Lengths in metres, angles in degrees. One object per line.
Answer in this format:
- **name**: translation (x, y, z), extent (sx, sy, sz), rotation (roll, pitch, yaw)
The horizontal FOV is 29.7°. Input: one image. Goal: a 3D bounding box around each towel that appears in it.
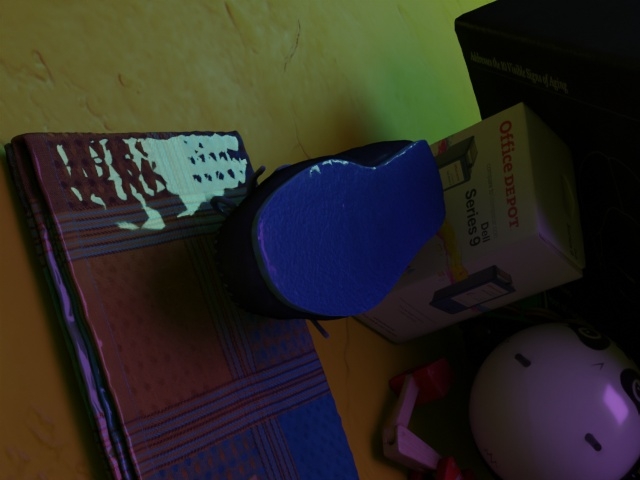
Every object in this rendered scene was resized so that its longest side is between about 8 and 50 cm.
- **towel**: translation (-0.085, 0.093, 0.909), extent (0.271, 0.040, 0.370), rotation (-8, 77, -59)

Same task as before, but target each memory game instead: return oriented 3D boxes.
- **memory game**: translation (0.208, 0.088, 1.244), extent (0.186, 0.186, 0.012), rotation (31, 70, -46)

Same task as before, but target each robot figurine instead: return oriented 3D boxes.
- **robot figurine**: translation (0.237, 0.177, 1.184), extent (0.278, 0.209, 0.174), rotation (54, 42, -69)

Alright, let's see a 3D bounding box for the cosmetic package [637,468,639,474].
- **cosmetic package**: translation (0.480, 0.333, 1.429), extent (0.377, 0.097, 0.284), rotation (-45, 111, -26)

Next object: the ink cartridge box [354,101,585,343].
- **ink cartridge box**: translation (0.132, -0.013, 1.145), extent (0.093, 0.212, 0.154), rotation (36, 43, -42)

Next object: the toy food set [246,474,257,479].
- **toy food set**: translation (-0.037, 0.267, 0.795), extent (0.132, 0.038, 0.192), rotation (-47, 131, -48)

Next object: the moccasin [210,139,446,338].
- **moccasin**: translation (0.000, 0.000, 0.962), extent (0.342, 0.116, 0.138), rotation (-18, 97, -64)

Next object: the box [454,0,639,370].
- **box**: translation (0.403, -0.036, 1.228), extent (0.480, 0.297, 0.472), rotation (-134, -159, -68)

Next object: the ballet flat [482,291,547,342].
- **ballet flat**: translation (0.210, 0.027, 1.390), extent (0.077, 0.077, 0.231), rotation (30, 42, -71)

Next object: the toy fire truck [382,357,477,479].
- **toy fire truck**: translation (0.092, 0.205, 1.105), extent (0.135, 0.047, 0.192), rotation (62, 32, -9)
